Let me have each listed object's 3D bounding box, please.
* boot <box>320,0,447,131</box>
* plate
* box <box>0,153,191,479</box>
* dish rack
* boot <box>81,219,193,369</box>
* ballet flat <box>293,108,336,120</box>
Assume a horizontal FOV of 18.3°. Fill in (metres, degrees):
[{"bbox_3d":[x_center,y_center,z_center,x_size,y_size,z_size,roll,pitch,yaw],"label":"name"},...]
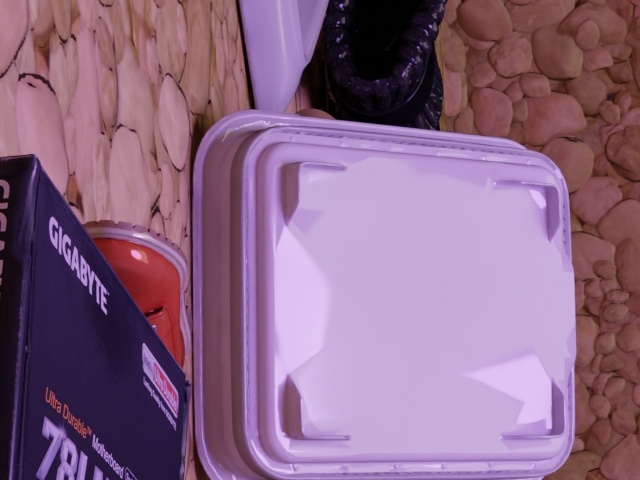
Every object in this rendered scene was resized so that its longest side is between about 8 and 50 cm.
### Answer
[{"bbox_3d":[0.070,-0.102,1.918,0.260,0.131,0.347,105,-25,-76],"label":"boot"},{"bbox_3d":[-0.032,-0.272,1.702,0.278,0.045,0.277,-76,162,-60],"label":"plate"},{"bbox_3d":[-0.130,0.153,0.925,0.295,0.073,0.293,70,21,-64],"label":"box"},{"bbox_3d":[0.065,0.049,1.468,0.072,0.333,0.285,-11,-102,55],"label":"dish rack"},{"bbox_3d":[-0.107,0.053,1.132,0.158,0.059,0.084,77,19,-55],"label":"boot"},{"bbox_3d":[0.000,0.000,1.751,0.073,0.080,0.232,-50,138,-54],"label":"ballet flat"}]
